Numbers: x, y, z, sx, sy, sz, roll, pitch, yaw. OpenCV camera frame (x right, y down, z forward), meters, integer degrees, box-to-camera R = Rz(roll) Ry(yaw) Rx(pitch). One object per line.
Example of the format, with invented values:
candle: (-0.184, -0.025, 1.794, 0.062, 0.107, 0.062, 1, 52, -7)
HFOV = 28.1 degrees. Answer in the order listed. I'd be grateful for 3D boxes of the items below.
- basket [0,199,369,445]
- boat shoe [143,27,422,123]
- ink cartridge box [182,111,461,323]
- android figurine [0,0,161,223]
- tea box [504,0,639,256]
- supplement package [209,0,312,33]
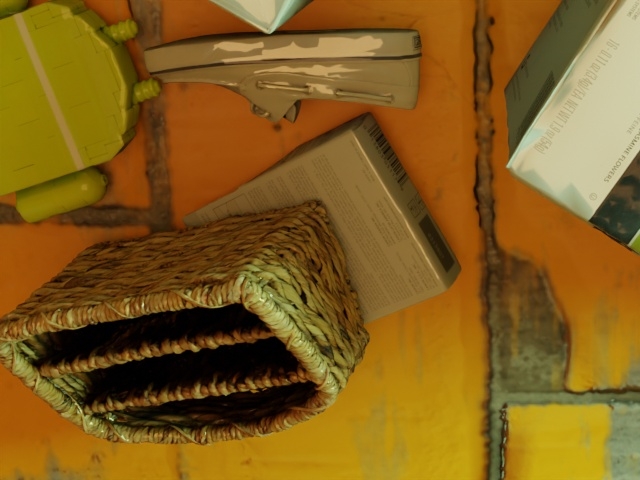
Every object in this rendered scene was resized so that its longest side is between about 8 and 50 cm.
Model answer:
basket: (-0.126, 0.113, 1.234, 0.299, 0.223, 0.213, -10, 108, 21)
boat shoe: (-0.036, -0.157, 1.230, 0.267, 0.096, 0.088, -2, 103, 1)
ink cartridge box: (0.000, 0.000, 1.304, 0.232, 0.066, 0.189, -23, 104, 36)
android figurine: (-0.295, -0.143, 1.289, 0.273, 0.056, 0.248, -19, 104, 14)
tea box: (0.342, -0.099, 1.061, 0.323, 0.329, 0.220, 31, 109, -1)
supplement package: (-0.049, -0.309, 1.072, 0.175, 0.293, 0.177, 29, 110, -1)
